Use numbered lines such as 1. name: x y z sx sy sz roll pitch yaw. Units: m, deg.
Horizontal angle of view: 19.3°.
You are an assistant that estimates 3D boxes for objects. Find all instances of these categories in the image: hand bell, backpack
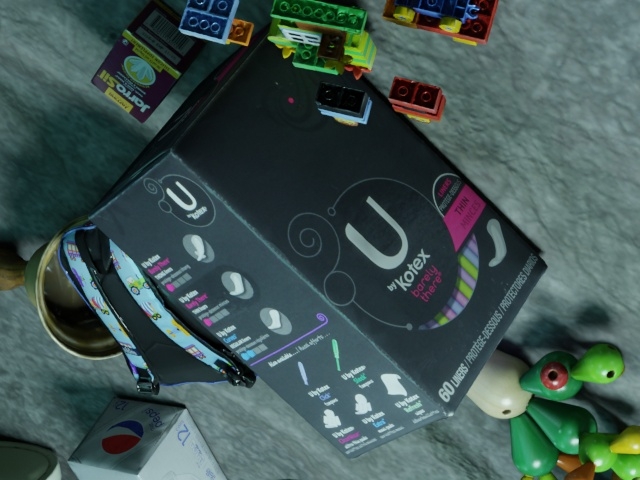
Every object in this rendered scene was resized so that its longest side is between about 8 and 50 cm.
1. hand bell: -0.254 0.030 1.684 0.242 0.126 0.126 7 137 54
2. backpack: -0.120 0.030 1.530 0.158 0.117 0.173 -10 125 46

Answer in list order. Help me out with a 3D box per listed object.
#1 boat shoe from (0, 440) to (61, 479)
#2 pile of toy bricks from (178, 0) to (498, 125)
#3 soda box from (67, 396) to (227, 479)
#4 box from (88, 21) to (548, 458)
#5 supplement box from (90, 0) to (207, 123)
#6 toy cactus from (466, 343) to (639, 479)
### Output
1. boat shoe: -0.415 0.276 2.054 0.340 0.127 0.113 2 121 26
2. pile of toy bricks: 0.009 -0.137 1.261 0.212 0.118 0.105 15 173 13
3. soda box: -0.134 0.288 1.860 0.098 0.091 0.286 5 135 36
4. box: 0.000 0.000 1.353 0.270 0.165 0.143 43 145 -10
5. supplement box: -0.130 -0.135 1.413 0.055 0.043 0.083 38 145 -5
6. toy cactus: 0.168 0.142 1.448 0.180 0.112 0.219 33 154 22
